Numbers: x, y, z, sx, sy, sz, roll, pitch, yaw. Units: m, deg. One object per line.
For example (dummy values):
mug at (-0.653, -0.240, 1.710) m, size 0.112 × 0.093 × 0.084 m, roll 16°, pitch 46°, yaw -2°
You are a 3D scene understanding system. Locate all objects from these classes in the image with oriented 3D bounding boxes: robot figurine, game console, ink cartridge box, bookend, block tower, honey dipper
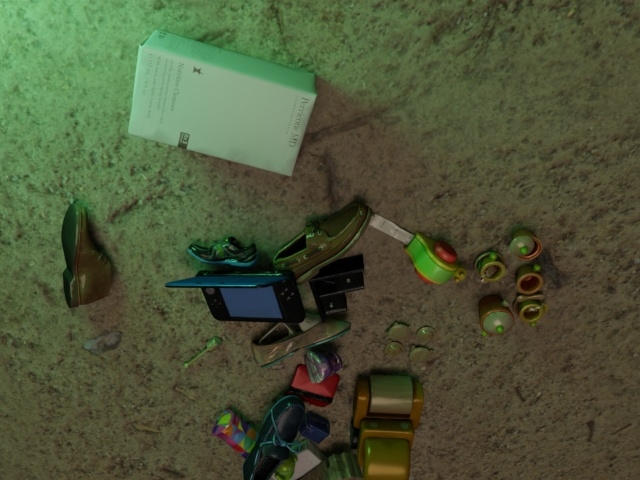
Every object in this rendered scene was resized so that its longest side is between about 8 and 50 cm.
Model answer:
robot figurine at (-0.117, 0.741, 2.135) m, size 0.067 × 0.101 × 0.115 m, roll 24°, pitch 137°, yaw 15°
game console at (-0.029, 0.460, 2.058) m, size 0.144 × 0.085 × 0.124 m, roll 19°, pitch 151°, yaw -11°
ink cartridge box at (-0.054, 0.799, 2.251) m, size 0.189 × 0.066 × 0.232 m, roll -30°, pitch 114°, yaw 17°
bookend at (0.059, 0.135, 1.817) m, size 0.156 × 0.072 × 0.157 m, roll -12°, pitch 122°, yaw 7°
block tower at (-0.003, 0.837, 2.216) m, size 0.091 × 0.097 × 0.335 m, roll 22°, pitch 124°, yaw -34°
honey dipper at (-0.360, 0.345, 1.976) m, size 0.030 × 0.030 × 0.161 m, roll 39°, pitch 118°, yaw -22°
game console at (-0.219, 0.165, 1.734) m, size 0.293 × 0.173 × 0.250 m, roll -1°, pitch 125°, yaw 21°

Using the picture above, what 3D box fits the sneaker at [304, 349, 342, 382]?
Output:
sneaker at (0.015, 0.359, 1.905) m, size 0.105 × 0.236 × 0.095 m, roll -14°, pitch 79°, yaw -8°

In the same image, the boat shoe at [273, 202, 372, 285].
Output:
boat shoe at (0.000, 0.000, 1.708) m, size 0.104 × 0.110 × 0.307 m, roll 37°, pitch 115°, yaw -22°

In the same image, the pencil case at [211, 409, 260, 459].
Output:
pencil case at (-0.251, 0.653, 2.131) m, size 0.104 × 0.104 × 0.236 m, roll -31°, pitch 116°, yaw 18°

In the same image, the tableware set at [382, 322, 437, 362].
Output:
tableware set at (0.268, 0.307, 1.960) m, size 0.169 × 0.020 × 0.141 m, roll 11°, pitch 124°, yaw -9°

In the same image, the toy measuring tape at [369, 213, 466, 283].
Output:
toy measuring tape at (0.255, 0.032, 1.729) m, size 0.330 × 0.121 × 0.121 m, roll 28°, pitch 118°, yaw -17°

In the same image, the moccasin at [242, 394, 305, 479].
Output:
moccasin at (-0.131, 0.646, 2.036) m, size 0.138 × 0.117 × 0.341 m, roll 17°, pitch 108°, yaw -20°

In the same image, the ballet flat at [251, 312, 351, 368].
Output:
ballet flat at (-0.067, 0.271, 1.892) m, size 0.316 × 0.107 × 0.106 m, roll -25°, pitch 92°, yaw 13°

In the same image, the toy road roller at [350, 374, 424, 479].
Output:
toy road roller at (0.205, 0.596, 2.012) m, size 0.203 × 0.240 × 0.329 m, roll 3°, pitch 122°, yaw -3°

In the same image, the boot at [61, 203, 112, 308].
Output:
boot at (-0.627, 0.035, 1.754) m, size 0.115 × 0.112 × 0.305 m, roll -9°, pitch 123°, yaw -31°

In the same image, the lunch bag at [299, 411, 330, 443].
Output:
lunch bag at (-0.013, 0.608, 2.120) m, size 0.099 × 0.067 × 0.065 m, roll 31°, pitch 118°, yaw -20°

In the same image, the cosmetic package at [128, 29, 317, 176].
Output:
cosmetic package at (-0.217, -0.310, 1.484) m, size 0.385 × 0.156 × 0.217 m, roll 13°, pitch 120°, yaw -7°

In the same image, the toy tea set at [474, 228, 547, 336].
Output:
toy tea set at (0.527, 0.132, 1.787) m, size 0.200 × 0.124 × 0.335 m, roll -10°, pitch 122°, yaw 6°

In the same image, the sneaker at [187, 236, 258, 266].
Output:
sneaker at (-0.261, 0.025, 1.760) m, size 0.188 × 0.067 × 0.078 m, roll 5°, pitch 101°, yaw -2°
